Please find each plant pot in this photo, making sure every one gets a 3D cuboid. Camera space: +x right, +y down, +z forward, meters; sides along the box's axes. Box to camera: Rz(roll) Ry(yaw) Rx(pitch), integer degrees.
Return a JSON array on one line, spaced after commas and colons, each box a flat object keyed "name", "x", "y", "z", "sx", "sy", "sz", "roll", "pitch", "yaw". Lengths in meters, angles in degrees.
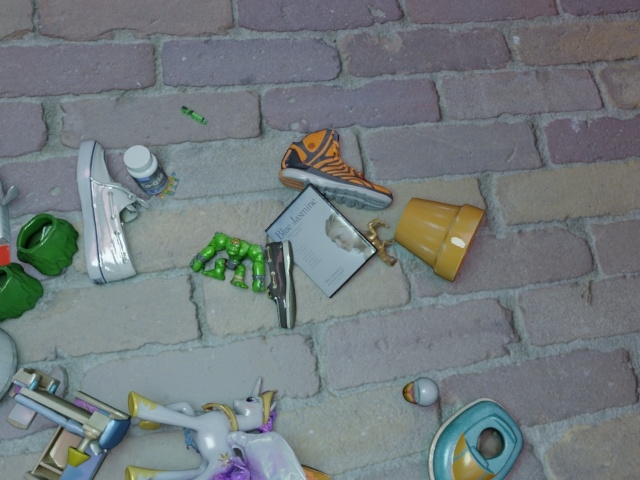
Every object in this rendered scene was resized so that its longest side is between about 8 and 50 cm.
[{"name": "plant pot", "x": 0.305, "y": -0.020, "z": 1.403, "sx": 0.187, "sy": 0.205, "sz": 0.205, "roll": 24, "pitch": 69, "yaw": 16}]

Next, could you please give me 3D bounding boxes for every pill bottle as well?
[{"name": "pill bottle", "x": -0.447, "y": -0.180, "z": 1.352, "sx": 0.078, "sy": 0.137, "sz": 0.078, "roll": 0, "pitch": 69, "yaw": 1}]

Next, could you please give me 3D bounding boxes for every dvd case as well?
[{"name": "dvd case", "x": 0.000, "y": 0.000, "z": 1.385, "sx": 0.253, "sy": 0.022, "sz": 0.180, "roll": 45, "pitch": 101, "yaw": 7}]

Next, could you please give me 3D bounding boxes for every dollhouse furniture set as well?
[{"name": "dollhouse furniture set", "x": -0.560, "y": 0.395, "z": 1.062, "sx": 0.286, "sy": 0.303, "sz": 0.198, "roll": 26, "pitch": 69, "yaw": 0}]

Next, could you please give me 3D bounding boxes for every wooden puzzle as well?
[{"name": "wooden puzzle", "x": -0.411, "y": -0.149, "z": 1.422, "sx": 0.049, "sy": 0.006, "sz": 0.083, "roll": 15, "pitch": 70, "yaw": -4}]

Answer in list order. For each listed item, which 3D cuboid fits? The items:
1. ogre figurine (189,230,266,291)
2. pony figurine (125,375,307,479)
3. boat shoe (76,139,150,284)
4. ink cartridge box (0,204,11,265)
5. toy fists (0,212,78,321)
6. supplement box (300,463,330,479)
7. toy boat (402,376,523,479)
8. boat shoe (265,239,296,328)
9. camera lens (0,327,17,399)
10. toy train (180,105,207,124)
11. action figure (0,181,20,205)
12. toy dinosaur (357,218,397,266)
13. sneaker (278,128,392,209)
[{"name": "ogre figurine", "x": -0.223, "y": 0.050, "z": 1.343, "sx": 0.197, "sy": 0.097, "sz": 0.118, "roll": 15, "pitch": 83, "yaw": 26}, {"name": "pony figurine", "x": -0.204, "y": 0.458, "z": 1.104, "sx": 0.363, "sy": 0.303, "sz": 0.351, "roll": 6, "pitch": 48, "yaw": -38}, {"name": "boat shoe", "x": -0.505, "y": -0.081, "z": 1.318, "sx": 0.156, "sy": 0.136, "sz": 0.367, "roll": -8, "pitch": 76, "yaw": -11}, {"name": "ink cartridge box", "x": -0.897, "y": 0.022, "z": 1.263, "sx": 0.275, "sy": 0.060, "sz": 0.239, "roll": -11, "pitch": 73, "yaw": -12}, {"name": "toy fists", "x": -0.686, "y": 0.066, "z": 1.240, "sx": 0.096, "sy": 0.142, "sz": 0.279, "roll": 26, "pitch": 69, "yaw": 17}, {"name": "supplement box", "x": -0.048, "y": 0.632, "z": 1.183, "sx": 0.080, "sy": 0.078, "sz": 0.234, "roll": 18, "pitch": 71, "yaw": -3}, {"name": "toy boat", "x": 0.324, "y": 0.457, "z": 1.261, "sx": 0.318, "sy": 0.148, "sz": 0.267, "roll": 45, "pitch": 71, "yaw": 7}, {"name": "boat shoe", "x": -0.103, "y": 0.114, "z": 1.349, "sx": 0.068, "sy": 0.081, "sz": 0.228, "roll": -6, "pitch": 75, "yaw": 7}, {"name": "camera lens", "x": -0.786, "y": 0.247, "z": 1.077, "sx": 0.219, "sy": 0.274, "sz": 0.220, "roll": -1, "pitch": 66, "yaw": 3}, {"name": "toy train", "x": -0.356, "y": -0.353, "z": 1.489, "sx": 0.083, "sy": 0.024, "sz": 0.017, "roll": 29, "pitch": 70, "yaw": 2}, {"name": "action figure", "x": -0.924, "y": -0.171, "z": 1.226, "sx": 0.330, "sy": 0.179, "sz": 0.341, "roll": 33, "pitch": 28, "yaw": 33}, {"name": "toy dinosaur", "x": 0.126, "y": -0.008, "z": 1.418, "sx": 0.211, "sy": 0.064, "sz": 0.112, "roll": 33, "pitch": 93, "yaw": -1}, {"name": "sneaker", "x": 0.058, "y": -0.204, "z": 1.451, "sx": 0.321, "sy": 0.124, "sz": 0.180, "roll": 18, "pitch": 71, "yaw": -3}]
